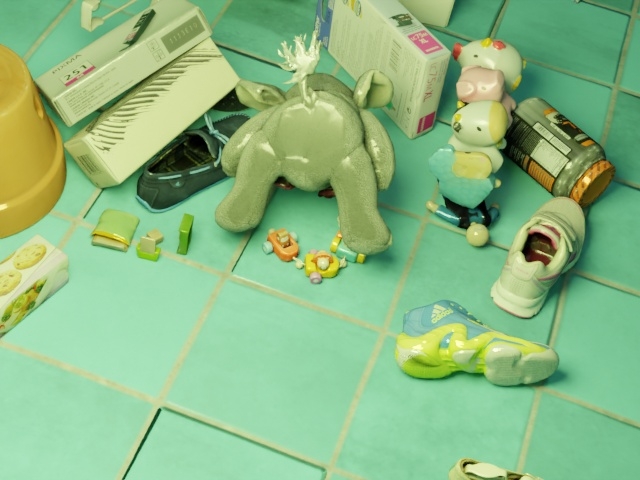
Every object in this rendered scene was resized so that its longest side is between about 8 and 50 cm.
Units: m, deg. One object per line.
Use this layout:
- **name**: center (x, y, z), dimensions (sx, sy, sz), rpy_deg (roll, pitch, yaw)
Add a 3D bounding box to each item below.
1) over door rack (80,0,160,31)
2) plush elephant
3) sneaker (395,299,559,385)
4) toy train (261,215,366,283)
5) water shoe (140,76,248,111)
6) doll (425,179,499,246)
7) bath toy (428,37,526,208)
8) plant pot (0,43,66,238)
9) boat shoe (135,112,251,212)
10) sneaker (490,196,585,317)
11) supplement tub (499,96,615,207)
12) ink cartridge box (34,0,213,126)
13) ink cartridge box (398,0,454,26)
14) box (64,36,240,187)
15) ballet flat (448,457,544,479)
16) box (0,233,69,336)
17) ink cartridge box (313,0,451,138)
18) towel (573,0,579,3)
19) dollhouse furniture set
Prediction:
- **over door rack**: center (-0.424, -0.454, 2.014), dimensions (0.240, 0.108, 0.324), rpy_deg (28, 29, 13)
- **plush elephant**: center (-0.008, -0.162, 1.759), dimensions (0.272, 0.330, 0.255), rpy_deg (3, 11, 9)
- **sneaker**: center (0.228, 0.138, 1.650), dimensions (0.240, 0.091, 0.126), rpy_deg (5, 48, -5)
- **toy train**: center (0.000, 0.000, 1.757), dimensions (0.166, 0.046, 0.125), rpy_deg (-19, 56, -25)
- **water shoe**: center (-0.208, -0.278, 1.943), dimensions (0.203, 0.073, 0.080), rpy_deg (6, 43, -8)
- **doll**: center (0.234, -0.065, 1.858), dimensions (0.129, 0.046, 0.189), rpy_deg (-2, 52, -18)
- **bath toy**: center (0.259, -0.222, 1.860), dimensions (0.129, 0.151, 0.348), rpy_deg (28, 48, -11)
- **plant pot**: center (-0.536, -0.169, 1.699), dimensions (0.291, 0.203, 0.290), rpy_deg (5, 49, -5)
- **boat shoe**: center (-0.186, -0.137, 1.812), dimensions (0.109, 0.089, 0.258), rpy_deg (30, 50, 15)
- **sneaker**: center (0.361, 0.006, 1.776), dimensions (0.103, 0.111, 0.252), rpy_deg (26, 49, 12)
- **supplement tub**: center (0.402, -0.148, 1.916), dimensions (0.117, 0.117, 0.190), rpy_deg (-29, 60, -31)
- **ink cartridge box**: center (-0.339, -0.312, 1.835), dimensions (0.275, 0.060, 0.239), rpy_deg (-35, 35, -10)
- **ink cartridge box**: center (0.188, -0.553, 2.219), dimensions (0.172, 0.100, 0.237), rpy_deg (12, 57, -1)
- **box**: center (-0.266, -0.203, 1.789), dimensions (0.275, 0.113, 0.094), rpy_deg (-45, 110, -25)
- **ballet flat**: center (0.256, 0.332, 1.511), dimensions (0.168, 0.052, 0.057), rpy_deg (13, 48, 0)
- **box**: center (-0.482, 0.114, 1.554), dimensions (0.067, 0.063, 0.324), rpy_deg (32, 51, 19)
- **ink cartridge box**: center (0.102, -0.347, 1.986), dimensions (0.065, 0.185, 0.311), rpy_deg (-27, 58, -26)
- **towel**: center (0.472, -0.642, 2.423), dimensions (0.336, 0.040, 0.243), rpy_deg (35, 51, 17)
- **dollhouse furniture set**: center (-0.273, -0.020, 1.714), dimensions (0.152, 0.058, 0.076), rpy_deg (13, 48, 1)
